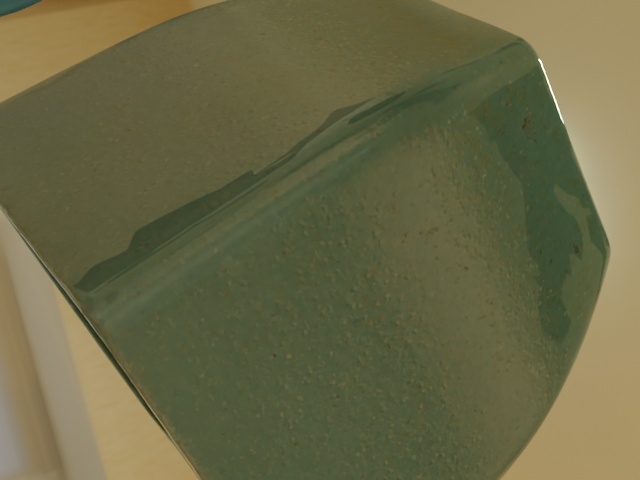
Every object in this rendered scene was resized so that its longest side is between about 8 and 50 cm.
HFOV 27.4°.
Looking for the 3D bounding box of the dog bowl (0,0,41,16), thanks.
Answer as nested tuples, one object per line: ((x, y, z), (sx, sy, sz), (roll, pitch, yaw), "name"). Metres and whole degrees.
((-0.162, -0.249, 0.575), (0.074, 0.166, 0.297), (141, -48, -73), "dog bowl")

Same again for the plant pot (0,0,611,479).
((0.000, 0.000, 0.691), (0.248, 0.252, 0.247), (38, -18, 54), "plant pot")
